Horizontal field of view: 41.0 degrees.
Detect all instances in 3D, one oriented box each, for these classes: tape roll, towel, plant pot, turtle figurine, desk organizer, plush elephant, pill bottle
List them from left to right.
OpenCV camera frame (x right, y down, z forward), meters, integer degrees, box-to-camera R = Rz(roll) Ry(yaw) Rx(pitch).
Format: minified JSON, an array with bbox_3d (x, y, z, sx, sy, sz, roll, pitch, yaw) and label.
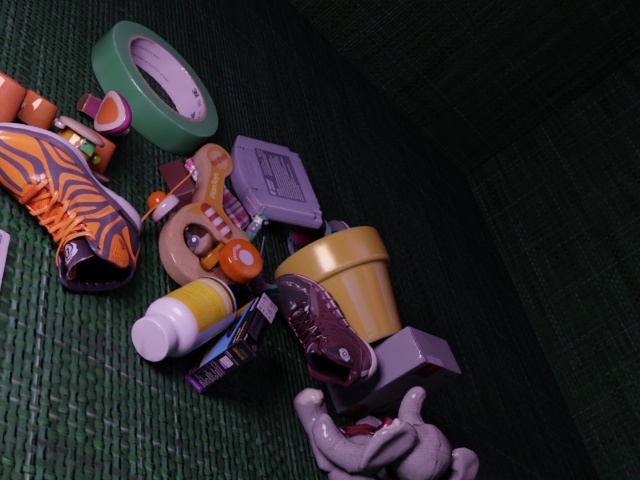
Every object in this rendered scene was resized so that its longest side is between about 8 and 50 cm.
[{"bbox_3d":[-0.367,-0.343,1.928,0.321,0.077,0.321,44,24,-25],"label":"tape roll"},{"bbox_3d":[-0.291,-0.114,1.772,0.130,0.050,0.047,-125,-161,-48],"label":"desk organizer"},{"bbox_3d":[-0.229,0.134,1.438,0.103,0.103,0.184,55,32,3],"label":"pill bottle"},{"bbox_3d":[-0.223,-0.106,1.896,0.197,0.029,0.144,53,9,-7],"label":"towel"},{"bbox_3d":[-0.153,0.037,1.762,0.175,0.118,0.234,96,-22,-55],"label":"turtle figurine"},{"bbox_3d":[0.058,0.131,1.869,0.254,0.254,0.239,10,51,-61],"label":"plant pot"},{"bbox_3d":[0.135,0.394,1.619,0.272,0.255,0.330,38,26,-36],"label":"plush elephant"}]

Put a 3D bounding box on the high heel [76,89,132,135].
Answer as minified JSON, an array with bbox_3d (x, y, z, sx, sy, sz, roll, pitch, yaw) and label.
[{"bbox_3d":[-0.373,-0.221,1.614,0.117,0.082,0.244,28,-7,-34],"label":"high heel"}]

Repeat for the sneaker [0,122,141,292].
[{"bbox_3d":[-0.399,-0.041,1.332,0.321,0.124,0.180,39,25,-35],"label":"sneaker"}]

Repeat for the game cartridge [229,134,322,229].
[{"bbox_3d":[-0.119,-0.143,2.070,0.198,0.062,0.297,8,36,-23],"label":"game cartridge"}]

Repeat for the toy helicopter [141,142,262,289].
[{"bbox_3d":[-0.235,-0.057,1.639,0.234,0.140,0.355,28,44,-27],"label":"toy helicopter"}]

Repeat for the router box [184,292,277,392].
[{"bbox_3d":[-0.154,0.178,1.507,0.046,0.133,0.179,50,21,-12],"label":"router box"}]

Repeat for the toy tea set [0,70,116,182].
[{"bbox_3d":[-0.484,-0.177,1.431,0.336,0.124,0.200,35,-1,-35],"label":"toy tea set"}]

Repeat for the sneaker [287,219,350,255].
[{"bbox_3d":[0.000,0.000,2.136,0.178,0.123,0.296,54,20,-28],"label":"sneaker"}]

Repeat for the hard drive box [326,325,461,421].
[{"bbox_3d":[0.157,0.293,1.854,0.181,0.232,0.089,24,36,-51],"label":"hard drive box"}]

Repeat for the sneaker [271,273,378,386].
[{"bbox_3d":[-0.013,0.179,1.696,0.281,0.106,0.162,43,21,13],"label":"sneaker"}]

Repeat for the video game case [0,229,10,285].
[{"bbox_3d":[-0.515,0.007,1.159,0.190,0.022,0.173,39,25,-36],"label":"video game case"}]
